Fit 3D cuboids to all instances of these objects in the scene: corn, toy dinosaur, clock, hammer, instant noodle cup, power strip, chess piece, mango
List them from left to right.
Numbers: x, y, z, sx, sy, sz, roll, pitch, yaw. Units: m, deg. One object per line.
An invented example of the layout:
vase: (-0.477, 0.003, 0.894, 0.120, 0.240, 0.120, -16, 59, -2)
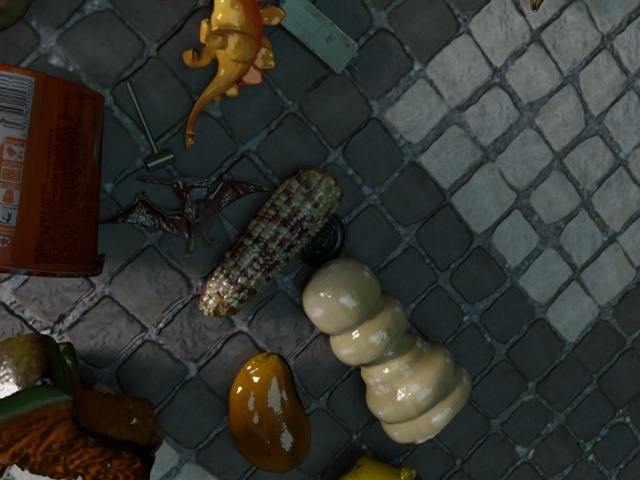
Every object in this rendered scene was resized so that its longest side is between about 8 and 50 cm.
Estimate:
instant noodle cup: (-0.334, -0.074, 0.825, 0.250, 0.250, 0.192, 10, 90, -21)
hammer: (-0.211, -0.139, 0.969, 0.035, 0.019, 0.110, -23, 103, -14)
toy dinosaur: (-0.165, -0.036, 0.998, 0.220, 0.032, 0.108, -14, 109, -14)
toy dinosaur: (-0.100, -0.243, 0.955, 0.117, 0.070, 0.288, -5, 115, -35)
mango: (-0.070, 0.229, 1.064, 0.105, 0.084, 0.159, -12, 85, -1)
corn: (-0.064, 0.005, 1.021, 0.079, 0.079, 0.237, 39, 89, -22)
power strip: (-0.002, -0.259, 1.014, 0.136, 0.019, 0.051, 36, 87, -23)
clock: (0.000, 0.000, 1.075, 0.074, 0.010, 0.083, 23, 93, -23)
chess piece: (0.076, 0.138, 1.073, 0.143, 0.143, 0.261, -42, 107, -7)

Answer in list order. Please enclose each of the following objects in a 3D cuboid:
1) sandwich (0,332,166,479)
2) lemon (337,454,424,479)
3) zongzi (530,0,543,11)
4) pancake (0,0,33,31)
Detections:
sandwich: (-0.308, 0.196, 0.937, 0.250, 0.162, 0.301, -32, 134, 25)
lemon: (0.081, 0.404, 1.104, 0.173, 0.173, 0.206, 12, 87, -22)
zongzi: (0.280, -0.422, 1.055, 0.160, 0.078, 0.176, 35, 97, -16)
pancake: (-0.385, -0.290, 0.801, 0.236, 0.042, 0.222, -30, 77, -32)
